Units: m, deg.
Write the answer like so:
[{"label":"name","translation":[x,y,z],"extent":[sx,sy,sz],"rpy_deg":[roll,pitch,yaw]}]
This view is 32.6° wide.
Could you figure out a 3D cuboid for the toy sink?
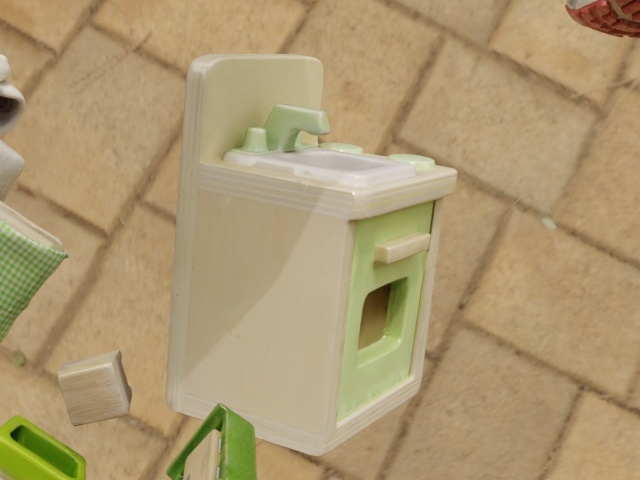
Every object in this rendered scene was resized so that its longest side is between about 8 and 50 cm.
[{"label":"toy sink","translation":[0.000,0.000,0.728],"extent":[0.131,0.153,0.234],"rpy_deg":[12,104,27]}]

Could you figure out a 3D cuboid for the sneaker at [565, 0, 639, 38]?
[{"label":"sneaker","translation":[0.208,-0.184,0.523],"extent":[0.088,0.225,0.092],"rpy_deg":[11,45,-50]}]

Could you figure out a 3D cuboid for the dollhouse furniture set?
[{"label":"dollhouse furniture set","translation":[-0.093,0.045,0.339],"extent":[0.152,0.058,0.076],"rpy_deg":[36,102,-12]}]

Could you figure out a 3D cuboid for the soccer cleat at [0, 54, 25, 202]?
[{"label":"soccer cleat","translation":[-0.320,-0.147,0.889],"extent":[0.143,0.116,0.331],"rpy_deg":[12,40,-34]}]
